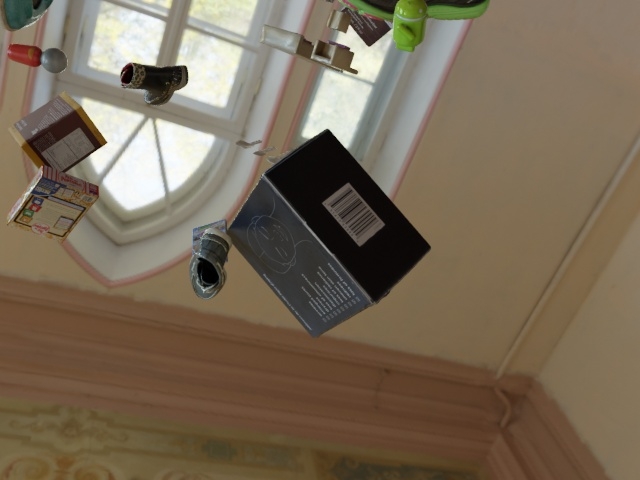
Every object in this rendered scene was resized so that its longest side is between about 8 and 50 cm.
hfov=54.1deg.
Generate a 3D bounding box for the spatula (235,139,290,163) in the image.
[{"bbox_3d":[-0.200,-0.329,2.264,0.168,0.019,0.242,23,-160,6],"label":"spatula"}]

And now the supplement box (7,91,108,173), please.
[{"bbox_3d":[-0.745,-0.296,1.774,0.194,0.129,0.191,-39,-139,-14],"label":"supplement box"}]

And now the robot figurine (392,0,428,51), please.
[{"bbox_3d":[0.181,-0.442,1.270,0.067,0.115,0.101,20,-128,17],"label":"robot figurine"}]

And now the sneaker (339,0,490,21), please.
[{"bbox_3d":[0.265,-0.745,1.817,0.483,0.202,0.185,-8,-153,-17],"label":"sneaker"}]

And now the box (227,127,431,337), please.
[{"bbox_3d":[0.000,0.000,1.956,0.297,0.472,0.480,-40,-92,-31],"label":"box"}]

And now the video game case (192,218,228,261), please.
[{"bbox_3d":[-0.356,0.014,2.021,0.119,0.015,0.166,-16,-127,11],"label":"video game case"}]

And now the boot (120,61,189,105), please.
[{"bbox_3d":[-0.522,-0.470,1.871,0.179,0.085,0.236,-7,176,-42],"label":"boot"}]

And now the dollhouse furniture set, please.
[{"bbox_3d":[0.033,-0.594,1.569,0.286,0.303,0.198,29,-164,35],"label":"dollhouse furniture set"}]

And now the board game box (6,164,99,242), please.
[{"bbox_3d":[-0.671,-0.087,1.572,0.147,0.193,0.045,24,-145,-40],"label":"board game box"}]

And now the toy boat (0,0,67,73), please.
[{"bbox_3d":[-0.732,-0.582,1.599,0.148,0.318,0.267,11,-136,-5],"label":"toy boat"}]

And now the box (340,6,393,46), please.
[{"bbox_3d":[0.214,-0.835,2.224,0.168,0.203,0.167,47,-135,-15],"label":"box"}]

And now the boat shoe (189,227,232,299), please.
[{"bbox_3d":[-0.323,0.091,1.759,0.116,0.319,0.099,23,-128,-3],"label":"boat shoe"}]
